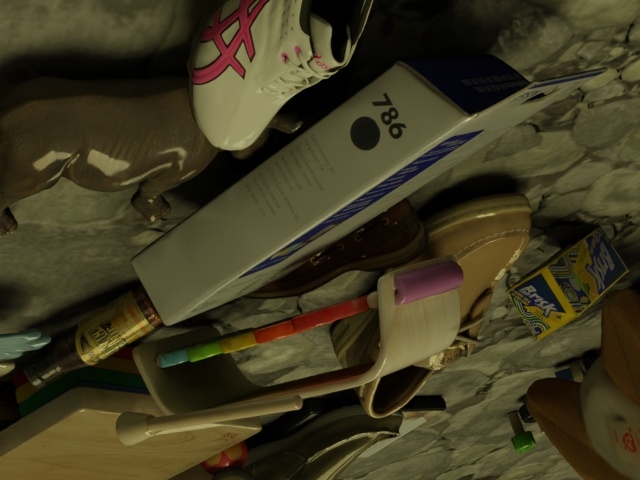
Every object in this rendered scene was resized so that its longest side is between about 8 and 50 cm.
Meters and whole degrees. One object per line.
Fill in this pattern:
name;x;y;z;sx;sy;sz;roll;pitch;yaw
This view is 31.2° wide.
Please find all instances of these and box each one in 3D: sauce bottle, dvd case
sauce bottle;-0.200;0.088;1.012;0.128;0.042;0.042;-33;154;1
dvd case;0.028;0.260;1.565;0.253;0.022;0.180;6;146;-40

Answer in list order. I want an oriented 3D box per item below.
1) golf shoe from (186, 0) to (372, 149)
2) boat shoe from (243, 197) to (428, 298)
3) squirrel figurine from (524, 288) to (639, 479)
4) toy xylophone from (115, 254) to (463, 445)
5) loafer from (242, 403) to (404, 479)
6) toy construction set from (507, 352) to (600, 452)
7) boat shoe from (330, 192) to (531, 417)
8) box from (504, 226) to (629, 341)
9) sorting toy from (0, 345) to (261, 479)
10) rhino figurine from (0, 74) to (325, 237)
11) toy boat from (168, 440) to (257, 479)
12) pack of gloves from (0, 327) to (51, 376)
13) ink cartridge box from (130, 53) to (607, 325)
golf shoe;-0.021;-0.115;0.648;0.067;0.086;0.186;2;134;-34
boat shoe;0.000;0.000;0.983;0.178;0.064;0.060;-16;123;15
squirrel figurine;0.511;0.185;1.315;0.370;0.397;0.281;-21;148;-24
toy xylophone;-0.034;0.096;0.986;0.322;0.081;0.236;-18;177;29
loafer;0.000;0.283;1.465;0.251;0.087;0.094;-27;153;18
toy construction set;0.475;0.292;1.671;0.309;0.237;0.257;-12;155;-13
boat shoe;0.117;0.071;1.131;0.121;0.110;0.341;-6;153;-24
box;0.249;0.040;1.145;0.054;0.059;0.169;-35;174;33
sorting toy;-0.242;0.192;1.171;0.255;0.089;0.257;-31;152;27
rhino figurine;-0.104;-0.067;0.748;0.243;0.073;0.106;-9;149;-25
toy boat;-0.194;0.319;1.392;0.267;0.148;0.318;10;144;-45
pack of gloves;-0.356;0.085;0.953;0.232;0.046;0.195;4;162;-39
ink cartridge box;0.030;-0.053;0.817;0.332;0.065;0.165;-32;173;29
